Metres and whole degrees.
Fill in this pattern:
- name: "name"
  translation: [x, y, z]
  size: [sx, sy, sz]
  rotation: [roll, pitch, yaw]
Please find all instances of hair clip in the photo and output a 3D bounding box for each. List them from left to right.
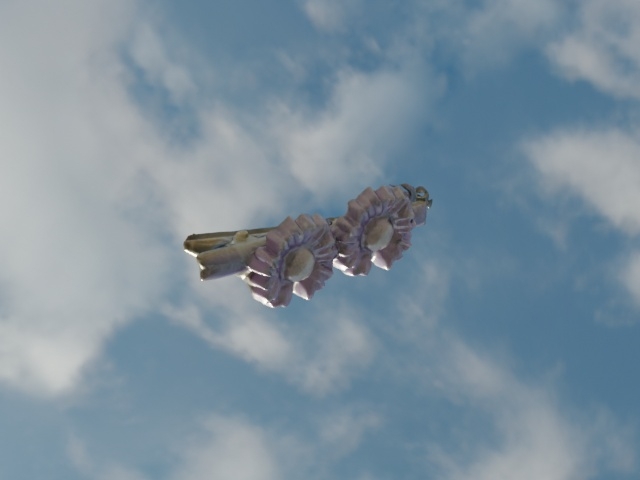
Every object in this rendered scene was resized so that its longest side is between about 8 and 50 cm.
- name: "hair clip"
  translation: [0.000, 0.000, 1.252]
  size: [0.292, 0.106, 0.084]
  rotation: [-14, -144, -29]
